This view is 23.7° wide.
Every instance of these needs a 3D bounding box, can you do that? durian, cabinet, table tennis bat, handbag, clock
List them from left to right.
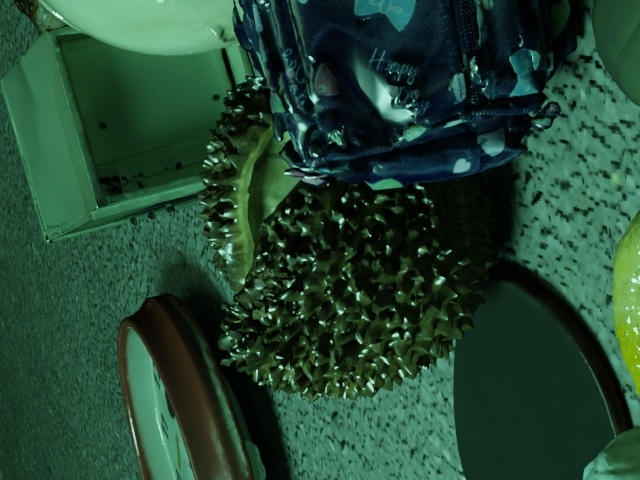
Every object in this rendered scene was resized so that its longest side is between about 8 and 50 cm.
[{"bbox_3d":[-0.147,-0.090,1.199,0.206,0.145,0.150,-14,92,68],"label":"cabinet"},{"bbox_3d":[-0.109,0.202,1.410,0.318,0.080,0.318,165,90,-73],"label":"clock"},{"bbox_3d":[0.000,0.000,0.859,0.196,0.167,0.196,-40,36,37],"label":"durian"},{"bbox_3d":[0.030,-0.151,0.712,0.113,0.162,0.260,-136,34,-76],"label":"handbag"},{"bbox_3d":[0.124,0.161,0.883,0.173,0.022,0.301,43,142,52],"label":"table tennis bat"}]

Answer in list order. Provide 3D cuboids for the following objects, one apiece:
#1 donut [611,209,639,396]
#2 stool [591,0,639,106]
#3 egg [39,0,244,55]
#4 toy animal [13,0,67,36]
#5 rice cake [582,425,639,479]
[{"bbox_3d":[0.179,0.042,0.602,0.178,0.065,0.162,28,131,60],"label":"donut"},{"bbox_3d":[0.150,-0.094,0.544,0.110,0.096,0.096,115,134,-68],"label":"stool"},{"bbox_3d":[-0.097,-0.218,0.915,0.244,0.201,0.201,-108,15,-51],"label":"egg"},{"bbox_3d":[-0.261,-0.211,1.511,0.243,0.087,0.260,-110,15,-47],"label":"toy animal"},{"bbox_3d":[0.157,0.178,0.757,0.069,0.063,0.206,-124,28,-43],"label":"rice cake"}]
